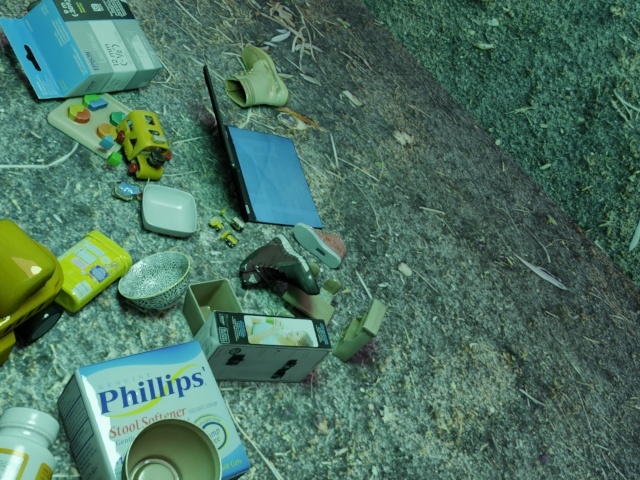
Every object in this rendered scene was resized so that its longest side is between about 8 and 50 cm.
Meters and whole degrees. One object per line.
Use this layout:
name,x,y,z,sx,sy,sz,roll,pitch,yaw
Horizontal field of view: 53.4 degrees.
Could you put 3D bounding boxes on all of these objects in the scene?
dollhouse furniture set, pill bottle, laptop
dollhouse furniture set,0.022,0.182,1.662,0.242,0.161,0.212,36,41,-6
pill bottle,-0.526,0.411,1.053,0.136,0.136,0.245,25,43,-19
laptop,-0.162,-0.263,1.869,0.237,0.407,0.381,-16,60,-7

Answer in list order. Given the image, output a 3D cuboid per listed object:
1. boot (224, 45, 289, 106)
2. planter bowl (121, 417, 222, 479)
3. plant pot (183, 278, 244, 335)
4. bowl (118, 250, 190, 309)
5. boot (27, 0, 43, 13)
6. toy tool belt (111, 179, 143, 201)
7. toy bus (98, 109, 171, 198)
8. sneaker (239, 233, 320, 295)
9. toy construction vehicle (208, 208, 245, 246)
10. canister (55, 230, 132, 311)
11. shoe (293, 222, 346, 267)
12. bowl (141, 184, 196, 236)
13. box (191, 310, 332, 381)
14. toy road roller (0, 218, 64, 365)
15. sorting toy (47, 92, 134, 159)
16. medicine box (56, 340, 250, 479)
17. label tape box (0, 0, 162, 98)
boot,-0.247,-0.560,2.169,0.204,0.095,0.261,-16,70,-43
planter bowl,-0.261,0.394,1.066,0.162,0.109,0.162,20,46,-22
plant pot,-0.263,0.167,1.503,0.109,0.096,0.109,-8,59,-42
bowl,-0.370,0.106,1.467,0.170,0.080,0.170,-11,34,7
boot,-0.706,-0.582,1.850,0.263,0.091,0.228,-15,70,-40
toy tool belt,-0.487,-0.129,1.628,0.083,0.051,0.052,15,47,-28
toy bus,-0.457,-0.247,1.689,0.202,0.104,0.190,41,35,-22
sneaker,-0.115,0.093,1.629,0.163,0.106,0.281,-27,29,-11
toy construction vehicle,-0.254,-0.033,1.743,0.098,0.035,0.086,39,51,1
canister,-0.522,0.067,1.405,0.126,0.073,0.170,35,42,6
shoe,0.000,0.000,1.887,0.178,0.063,0.081,42,39,-7
bowl,-0.397,-0.070,1.645,0.142,0.053,0.142,13,49,-29
box,-0.140,0.251,1.474,0.290,0.169,0.087,9,48,-31
toy road roller,-0.629,0.105,1.164,0.202,0.240,0.329,43,40,2
sorting toy,-0.601,-0.331,1.729,0.193,0.038,0.208,33,41,-9
medicine box,-0.324,0.373,1.234,0.264,0.149,0.289,-8,61,-42
label tape box,-0.645,-0.535,1.737,0.348,0.115,0.249,-24,84,-50
